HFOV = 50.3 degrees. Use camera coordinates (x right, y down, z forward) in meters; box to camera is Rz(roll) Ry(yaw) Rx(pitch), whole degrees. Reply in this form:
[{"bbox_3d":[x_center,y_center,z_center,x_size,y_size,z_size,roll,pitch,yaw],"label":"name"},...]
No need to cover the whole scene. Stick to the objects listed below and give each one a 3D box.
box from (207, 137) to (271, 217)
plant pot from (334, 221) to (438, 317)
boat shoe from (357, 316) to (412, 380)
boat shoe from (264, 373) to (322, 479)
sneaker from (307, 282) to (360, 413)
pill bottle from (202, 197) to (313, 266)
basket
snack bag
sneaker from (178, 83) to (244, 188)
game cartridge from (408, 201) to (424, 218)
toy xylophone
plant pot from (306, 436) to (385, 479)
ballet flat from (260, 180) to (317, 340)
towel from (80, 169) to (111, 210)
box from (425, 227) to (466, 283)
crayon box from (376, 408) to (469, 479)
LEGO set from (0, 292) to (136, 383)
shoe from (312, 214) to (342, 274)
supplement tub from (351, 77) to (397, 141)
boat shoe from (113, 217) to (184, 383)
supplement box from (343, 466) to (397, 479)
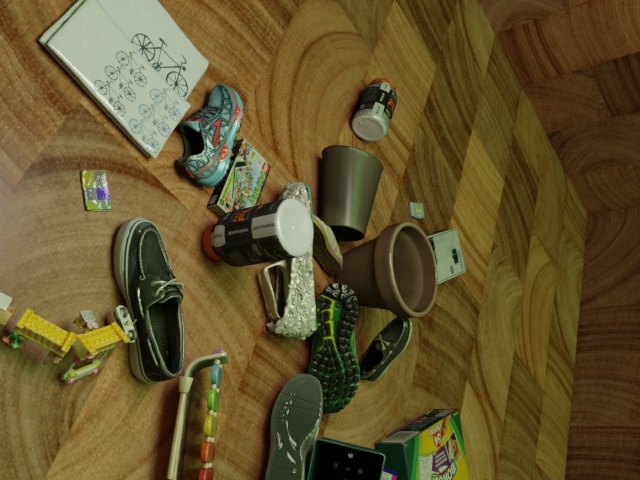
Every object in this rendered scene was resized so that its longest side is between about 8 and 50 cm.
[{"bbox_3d":[-0.194,-0.134,1.660,0.114,0.036,0.207,44,49,-38],"label":"box"},{"bbox_3d":[0.172,0.095,1.919,0.263,0.229,0.263,18,67,-49],"label":"plant pot"},{"bbox_3d":[0.177,0.304,1.915,0.068,0.081,0.228,9,118,-44],"label":"boat shoe"},{"bbox_3d":[-0.068,0.477,1.625,0.103,0.118,0.320,103,-3,-61],"label":"boat shoe"},{"bbox_3d":[0.038,0.280,1.779,0.146,0.134,0.344,173,-76,-87],"label":"sneaker"},{"bbox_3d":[-0.147,-0.011,1.515,0.130,0.245,0.130,18,68,-51],"label":"pill bottle"},{"bbox_3d":[0.078,-0.123,1.924,0.204,0.154,0.227,25,65,-40],"label":"basket"},{"bbox_3d":[-0.391,-0.399,1.471,0.323,0.037,0.343,50,45,-32],"label":"snack bag"},{"bbox_3d":[-0.255,-0.259,1.558,0.125,0.104,0.262,29,59,-43],"label":"sneaker"},{"bbox_3d":[0.333,-0.102,2.358,0.083,0.017,0.056,0,85,-52],"label":"game cartridge"},{"bbox_3d":[-0.241,0.376,1.354,0.236,0.081,0.323,111,-17,-80],"label":"toy xylophone"},{"bbox_3d":[0.063,0.569,1.654,0.234,0.165,0.166,60,42,-78],"label":"plant pot"},{"bbox_3d":[-0.083,0.044,1.690,0.147,0.147,0.409,7,76,-52],"label":"ballet flat"},{"bbox_3d":[-0.443,-0.100,1.348,0.060,0.009,0.083,-2,83,-54],"label":"towel"},{"bbox_3d":[0.383,0.062,2.322,0.290,0.087,0.169,-12,91,-53],"label":"box"},{"bbox_3d":[0.325,0.712,2.064,0.363,0.106,0.313,-7,87,-53],"label":"crayon box"},{"bbox_3d":[-0.464,0.182,1.207,0.287,0.107,0.132,12,37,-46],"label":"LEGO set"},{"bbox_3d":[0.000,0.000,1.854,0.219,0.076,0.058,60,31,-35],"label":"shoe"},{"bbox_3d":[0.174,-0.415,2.145,0.117,0.117,0.190,47,48,-35],"label":"supplement tub"},{"bbox_3d":[-0.321,0.115,1.361,0.121,0.119,0.335,-7,87,-53],"label":"boat shoe"},{"bbox_3d":[0.118,0.710,1.791,0.111,0.114,0.220,36,53,-43],"label":"supplement box"}]
